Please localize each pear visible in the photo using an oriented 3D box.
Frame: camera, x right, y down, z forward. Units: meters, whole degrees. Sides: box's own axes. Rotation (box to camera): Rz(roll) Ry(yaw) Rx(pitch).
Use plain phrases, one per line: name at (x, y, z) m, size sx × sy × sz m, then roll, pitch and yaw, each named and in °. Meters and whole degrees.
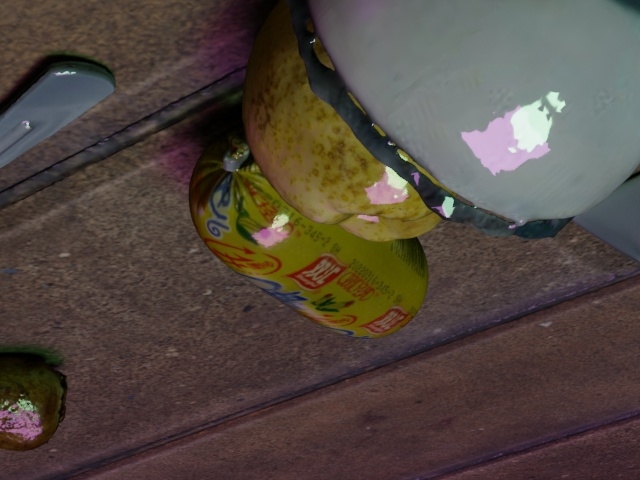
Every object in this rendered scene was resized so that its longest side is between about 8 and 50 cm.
pear at (0.033, -0.084, 0.732) m, size 0.177 × 0.178 × 0.178 m, roll -9°, pitch 155°, yaw -4°

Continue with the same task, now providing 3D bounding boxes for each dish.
dish at (0.391, -0.026, 1.102) m, size 0.243 × 0.080 × 0.181 m, roll -28°, pitch 151°, yaw 34°

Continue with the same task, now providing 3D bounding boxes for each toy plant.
toy plant at (0.167, -0.176, 0.541) m, size 0.247 × 0.247 × 0.332 m, roll 10°, pitch 144°, yaw -37°

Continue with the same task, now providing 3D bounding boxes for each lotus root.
lotus root at (-0.366, 0.172, 1.204) m, size 0.190 × 0.094 × 0.108 m, roll 5°, pitch 117°, yaw -19°

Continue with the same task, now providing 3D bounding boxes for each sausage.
sausage at (0.000, 0.000, 0.944) m, size 0.123 × 0.123 × 0.347 m, roll -20°, pitch 153°, yaw 18°

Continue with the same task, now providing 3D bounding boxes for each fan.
fan at (-0.252, -0.057, 0.844) m, size 0.282 × 0.023 × 0.057 m, roll -30°, pitch 158°, yaw 36°
